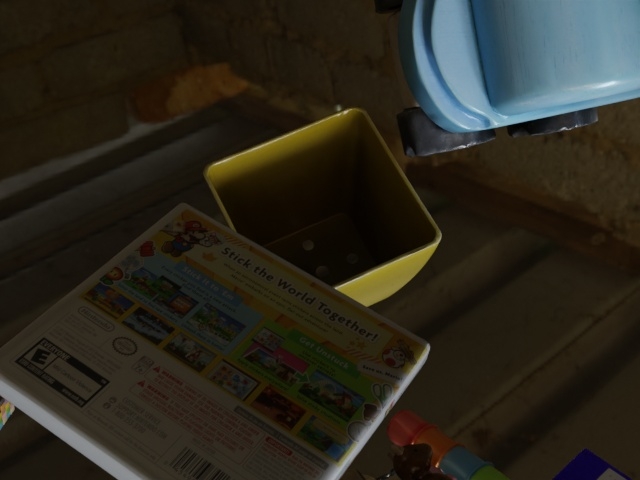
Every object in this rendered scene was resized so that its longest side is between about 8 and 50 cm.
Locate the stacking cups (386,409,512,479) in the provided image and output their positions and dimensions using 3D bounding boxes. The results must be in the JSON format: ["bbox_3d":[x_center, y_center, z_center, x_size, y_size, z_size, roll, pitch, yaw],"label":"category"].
[{"bbox_3d":[0.233,0.385,1.495,0.096,0.096,0.316,-31,-137,-31],"label":"stacking cups"}]

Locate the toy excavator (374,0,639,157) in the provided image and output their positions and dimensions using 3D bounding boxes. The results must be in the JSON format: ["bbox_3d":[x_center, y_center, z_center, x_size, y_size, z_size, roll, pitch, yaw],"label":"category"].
[{"bbox_3d":[0.318,-0.228,0.904,0.432,0.222,0.445,-13,-172,-19],"label":"toy excavator"}]

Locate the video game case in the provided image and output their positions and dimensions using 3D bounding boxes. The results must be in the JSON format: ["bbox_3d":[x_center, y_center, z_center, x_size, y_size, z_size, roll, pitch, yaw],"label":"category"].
[{"bbox_3d":[-0.071,0.083,0.615,0.227,0.026,0.206,29,-133,18],"label":"video game case"}]

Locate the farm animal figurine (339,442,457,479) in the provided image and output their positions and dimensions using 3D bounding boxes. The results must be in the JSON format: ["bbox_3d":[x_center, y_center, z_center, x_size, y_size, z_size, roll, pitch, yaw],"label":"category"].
[{"bbox_3d":[0.020,0.339,0.974,0.172,0.330,0.327,35,-114,5],"label":"farm animal figurine"}]

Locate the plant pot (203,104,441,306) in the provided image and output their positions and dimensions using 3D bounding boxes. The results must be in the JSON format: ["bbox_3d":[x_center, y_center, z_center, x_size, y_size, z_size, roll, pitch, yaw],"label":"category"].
[{"bbox_3d":[0.000,0.000,1.119,0.212,0.187,0.212,-23,-116,-11],"label":"plant pot"}]

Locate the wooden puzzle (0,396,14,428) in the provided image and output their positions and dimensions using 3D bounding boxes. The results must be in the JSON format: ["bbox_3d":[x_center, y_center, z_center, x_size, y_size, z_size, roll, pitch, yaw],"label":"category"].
[{"bbox_3d":[-0.424,0.222,1.218,0.006,0.049,0.083,15,-140,6],"label":"wooden puzzle"}]

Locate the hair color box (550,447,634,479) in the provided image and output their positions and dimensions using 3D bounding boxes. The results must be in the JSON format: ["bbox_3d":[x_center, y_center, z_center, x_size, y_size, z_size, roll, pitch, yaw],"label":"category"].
[{"bbox_3d":[0.366,0.448,1.157,0.110,0.339,0.185,-33,-135,-27],"label":"hair color box"}]
